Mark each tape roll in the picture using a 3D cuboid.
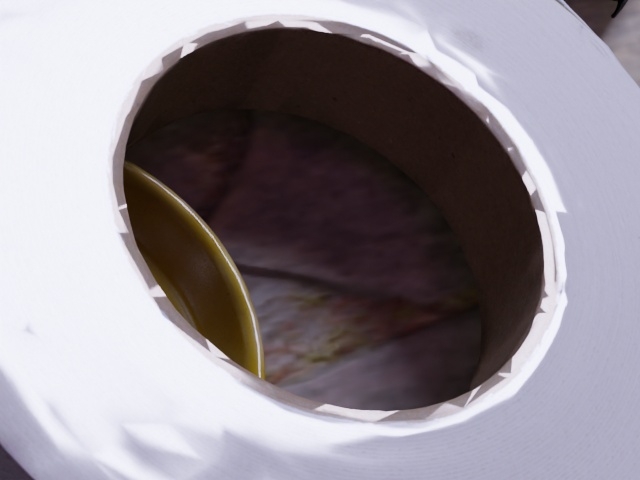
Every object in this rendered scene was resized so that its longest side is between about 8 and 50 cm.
[{"bbox_3d":[0.000,0.000,0.707,0.392,0.072,0.392,12,54,-17],"label":"tape roll"}]

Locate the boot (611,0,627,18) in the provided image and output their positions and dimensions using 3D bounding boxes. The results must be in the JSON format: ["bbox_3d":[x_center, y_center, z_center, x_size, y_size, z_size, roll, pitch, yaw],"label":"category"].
[{"bbox_3d":[0.126,-0.229,0.857,0.198,0.077,0.137,35,78,-1],"label":"boot"}]

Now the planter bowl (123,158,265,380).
[{"bbox_3d":[-0.141,0.062,0.706,0.217,0.090,0.217,12,55,-18],"label":"planter bowl"}]
